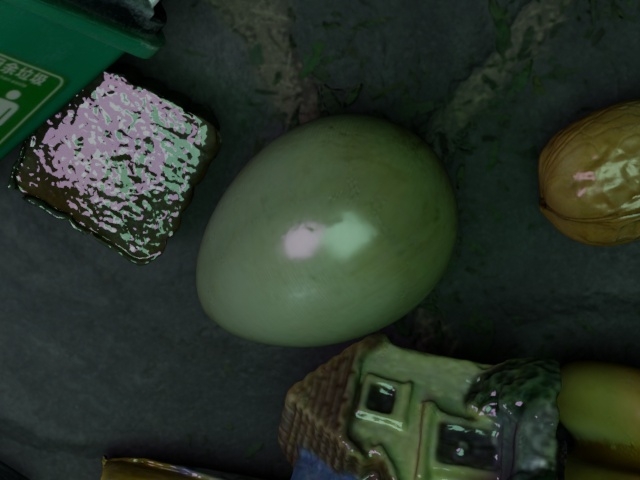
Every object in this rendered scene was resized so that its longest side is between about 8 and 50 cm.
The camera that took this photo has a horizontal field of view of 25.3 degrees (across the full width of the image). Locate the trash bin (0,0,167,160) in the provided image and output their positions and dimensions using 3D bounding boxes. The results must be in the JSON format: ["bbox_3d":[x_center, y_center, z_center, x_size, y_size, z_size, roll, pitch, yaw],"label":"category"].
[{"bbox_3d":[-0.366,-0.219,1.348,0.381,0.259,0.295,-42,58,21],"label":"trash bin"}]

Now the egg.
[{"bbox_3d":[0.000,0.000,1.429,0.295,0.218,0.218,-35,102,25],"label":"egg"}]

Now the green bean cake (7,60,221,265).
[{"bbox_3d":[-0.208,-0.089,1.476,0.181,0.094,0.173,27,105,-4],"label":"green bean cake"}]

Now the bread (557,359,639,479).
[{"bbox_3d":[0.430,0.281,1.504,0.424,0.329,0.245,13,65,0],"label":"bread"}]

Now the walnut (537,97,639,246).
[{"bbox_3d":[0.307,-0.070,1.433,0.180,0.144,0.144,-13,105,2],"label":"walnut"}]

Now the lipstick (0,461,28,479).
[{"bbox_3d":[-0.447,0.393,1.618,0.066,0.068,0.317,34,96,-6],"label":"lipstick"}]

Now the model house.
[{"bbox_3d":[0.081,0.250,1.408,0.266,0.321,0.261,13,148,-1],"label":"model house"}]

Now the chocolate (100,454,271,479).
[{"bbox_3d":[-0.039,0.333,1.576,0.445,0.162,0.162,5,106,-2],"label":"chocolate"}]
